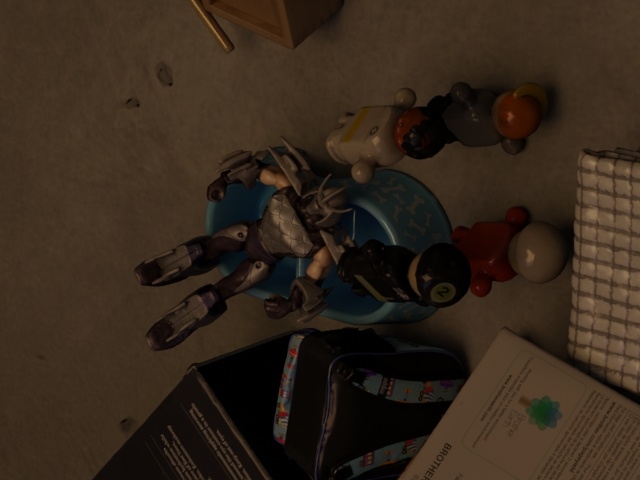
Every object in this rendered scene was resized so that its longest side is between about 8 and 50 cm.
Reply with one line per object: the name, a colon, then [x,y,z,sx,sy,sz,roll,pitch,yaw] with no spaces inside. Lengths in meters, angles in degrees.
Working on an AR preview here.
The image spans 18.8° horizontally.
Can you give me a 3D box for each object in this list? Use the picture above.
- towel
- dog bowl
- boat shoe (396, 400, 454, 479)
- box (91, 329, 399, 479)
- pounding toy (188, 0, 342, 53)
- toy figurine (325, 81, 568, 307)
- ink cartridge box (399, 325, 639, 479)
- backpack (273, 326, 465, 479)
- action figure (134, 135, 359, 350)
towel: [0.364,0.041,1.714,0.283,0.121,0.235,12,111,36]
dog bowl: [0.000,0.000,2.032,0.297,0.074,0.166,14,110,36]
boat shoe: [0.144,0.231,1.915,0.096,0.098,0.277,36,98,15]
box: [-0.069,0.333,2.106,0.312,0.179,0.343,-46,71,36]
pounding toy: [-0.081,-0.284,2.009,0.206,0.094,0.181,28,149,32]
toy figurine: [0.123,-0.044,1.827,0.148,0.213,0.210,1,98,52]
ink cartridge box: [0.258,0.301,1.720,0.395,0.270,0.151,29,157,17]
backpack: [0.056,0.164,1.977,0.117,0.173,0.158,32,119,54]
action figure: [-0.070,0.011,1.983,0.285,0.099,0.185,-32,76,37]
